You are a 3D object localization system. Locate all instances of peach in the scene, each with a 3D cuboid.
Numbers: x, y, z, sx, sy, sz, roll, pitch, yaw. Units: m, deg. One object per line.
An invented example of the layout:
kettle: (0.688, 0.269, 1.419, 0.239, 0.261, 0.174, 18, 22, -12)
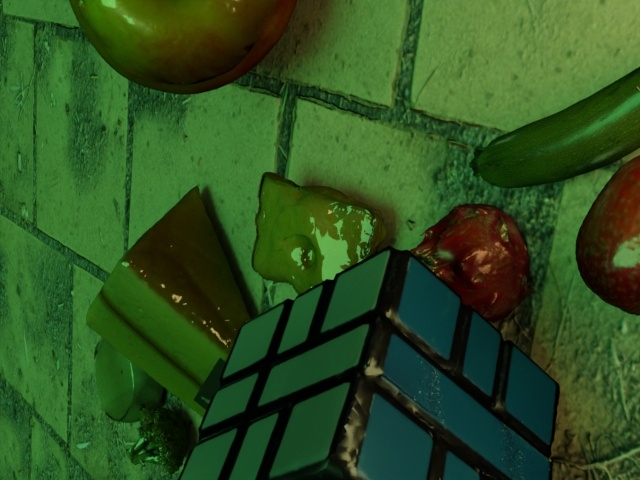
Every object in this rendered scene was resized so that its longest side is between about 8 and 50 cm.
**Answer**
peach: (-0.194, -0.391, 1.231, 0.370, 0.369, 0.370, 10, 103, 50)

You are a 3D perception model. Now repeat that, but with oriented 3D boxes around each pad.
pad: (-0.110, 0.281, 1.393, 0.190, 0.004, 0.127, 37, 130, 5)

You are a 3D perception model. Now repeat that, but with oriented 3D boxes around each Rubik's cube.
Rubik's cube: (0.053, 0.226, 0.930, 0.293, 0.288, 0.284, -34, 27, 39)

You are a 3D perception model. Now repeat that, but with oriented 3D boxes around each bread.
bread: (0.000, 0.000, 1.227, 0.233, 0.088, 0.161, 24, 119, 44)
bread: (-0.192, 0.142, 1.510, 0.361, 0.245, 0.233, 42, 136, -1)

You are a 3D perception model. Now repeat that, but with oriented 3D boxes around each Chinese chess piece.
Chinese chess piece: (-0.384, 0.271, 1.749, 0.188, 0.083, 0.189, 4, 96, 52)

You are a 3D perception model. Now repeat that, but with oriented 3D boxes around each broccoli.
broccoli: (-0.306, 0.375, 1.633, 0.131, 0.120, 0.130, 59, 170, -21)

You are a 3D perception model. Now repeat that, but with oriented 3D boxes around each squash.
squash: (0.264, -0.107, 0.893, 0.071, 0.080, 0.318, 46, 143, -14)

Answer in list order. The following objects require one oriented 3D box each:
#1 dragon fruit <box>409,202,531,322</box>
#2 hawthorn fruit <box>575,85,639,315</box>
dragon fruit: (0.158, 0.035, 1.015, 0.153, 0.110, 0.153, 17, 113, 49)
hawthorn fruit: (0.321, -0.028, 0.782, 0.162, 0.162, 0.204, 20, 101, 48)
